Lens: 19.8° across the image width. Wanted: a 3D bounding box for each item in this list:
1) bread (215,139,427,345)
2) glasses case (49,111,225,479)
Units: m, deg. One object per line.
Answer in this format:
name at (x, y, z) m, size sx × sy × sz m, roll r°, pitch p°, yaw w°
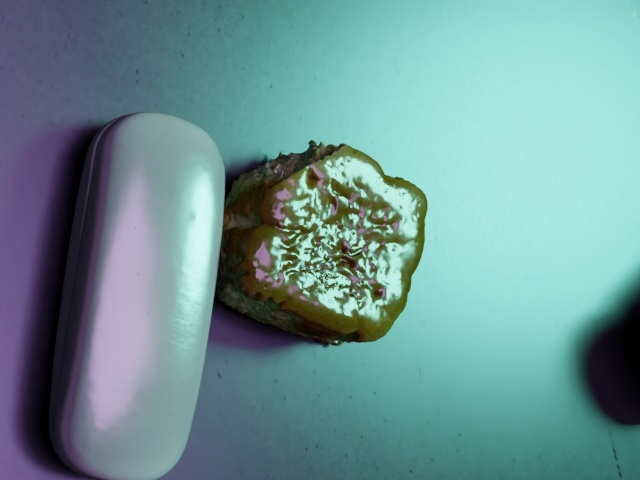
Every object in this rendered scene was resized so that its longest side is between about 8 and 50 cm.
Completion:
bread at (0.000, 0.000, 1.214) m, size 0.140 × 0.069 × 0.128 m, roll 21°, pitch 75°, yaw -29°
glasses case at (-0.114, 0.035, 1.146) m, size 0.092 × 0.059 × 0.233 m, roll 10°, pitch 82°, yaw -29°
